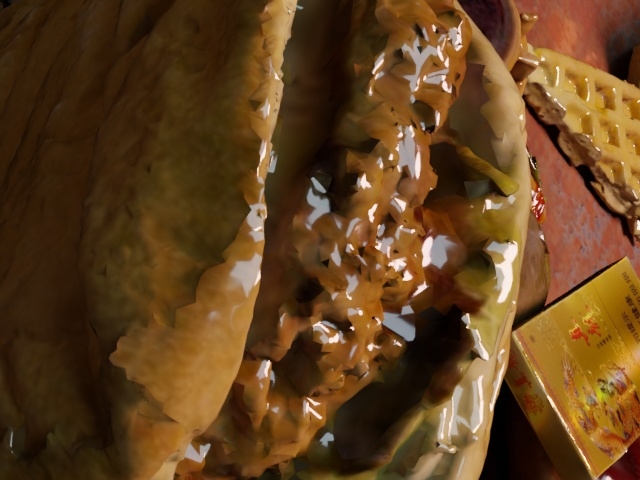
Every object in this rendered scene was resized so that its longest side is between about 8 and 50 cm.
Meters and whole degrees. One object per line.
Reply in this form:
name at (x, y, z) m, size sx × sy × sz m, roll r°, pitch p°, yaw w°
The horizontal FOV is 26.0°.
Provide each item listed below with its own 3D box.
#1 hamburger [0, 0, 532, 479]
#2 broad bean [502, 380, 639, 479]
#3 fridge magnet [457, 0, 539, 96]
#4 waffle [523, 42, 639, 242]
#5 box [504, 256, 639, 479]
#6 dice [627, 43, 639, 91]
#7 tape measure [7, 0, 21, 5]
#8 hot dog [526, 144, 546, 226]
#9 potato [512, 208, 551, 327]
hamburger at (-0.059, 0.017, 0.446) m, size 0.144 × 0.283 × 0.260 m, roll 33°, pitch 60°, yaw -26°
broad bean at (0.147, 0.121, 0.802) m, size 0.114 × 0.084 × 0.165 m, roll 43°, pitch 37°, yaw -63°
fridge magnet at (0.056, -0.119, 0.785) m, size 0.143 × 0.063 × 0.143 m, roll 9°, pitch 66°, yaw -20°
waffle at (0.168, -0.071, 0.946) m, size 0.191 × 0.032 × 0.125 m, roll 11°, pitch 70°, yaw -44°
box at (0.153, 0.068, 0.761) m, size 0.156 × 0.022 × 0.089 m, roll -21°, pitch 80°, yaw -54°
dice at (0.345, -0.101, 1.047) m, size 0.169 × 0.169 × 0.166 m, roll -20°, pitch 92°, yaw -51°
tape measure at (-0.070, -0.185, 0.635) m, size 0.243 × 0.125 × 0.246 m, roll 57°, pitch 42°, yaw -18°
hot dog at (0.097, -0.066, 0.850) m, size 0.062 × 0.038 × 0.144 m, roll -44°, pitch 109°, yaw -47°
potato at (0.065, 0.029, 0.748) m, size 0.200 × 0.081 × 0.164 m, roll -45°, pitch 111°, yaw -45°
